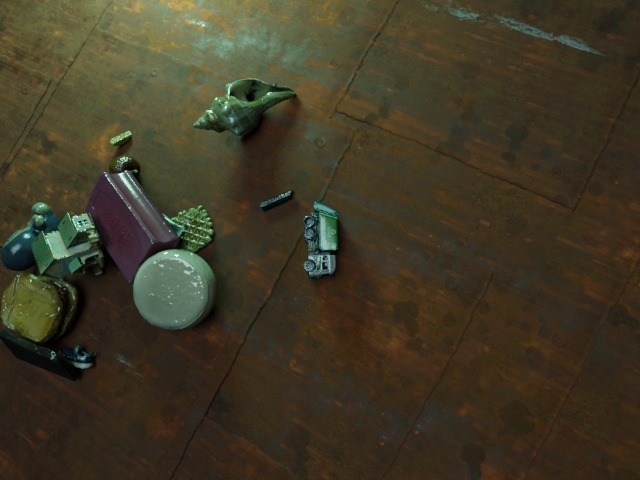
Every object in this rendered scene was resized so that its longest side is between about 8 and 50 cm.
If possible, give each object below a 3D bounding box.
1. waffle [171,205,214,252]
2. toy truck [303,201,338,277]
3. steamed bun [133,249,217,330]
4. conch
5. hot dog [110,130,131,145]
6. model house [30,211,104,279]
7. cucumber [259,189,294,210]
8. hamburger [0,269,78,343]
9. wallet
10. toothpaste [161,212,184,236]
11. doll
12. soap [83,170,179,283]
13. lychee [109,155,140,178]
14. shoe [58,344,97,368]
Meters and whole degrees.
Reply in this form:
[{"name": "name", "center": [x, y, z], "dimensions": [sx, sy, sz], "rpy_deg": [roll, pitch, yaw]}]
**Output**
[{"name": "waffle", "center": [-0.482, -0.036, 1.754], "dimensions": [0.183, 0.036, 0.169], "rpy_deg": [-29, 73, 5]}, {"name": "toy truck", "center": [0.000, 0.000, 1.601], "dimensions": [0.123, 0.114, 0.254], "rpy_deg": [-3, 79, 1]}, {"name": "steamed bun", "center": [-0.489, 0.166, 1.637], "dimensions": [0.282, 0.177, 0.283], "rpy_deg": [0, 94, 5]}, {"name": "conch", "center": [-0.288, -0.490, 1.749], "dimensions": [0.386, 0.169, 0.203], "rpy_deg": [-29, 97, -28]}, {"name": "hot dog", "center": [-0.796, -0.403, 1.901], "dimensions": [0.090, 0.034, 0.030], "rpy_deg": [-32, 62, -15]}, {"name": "model house", "center": [-0.902, 0.047, 1.690], "dimensions": [0.206, 0.271, 0.178], "rpy_deg": [-18, 66, -31]}, {"name": "cucumber", "center": [-0.153, -0.146, 1.703], "dimensions": [0.133, 0.032, 0.032], "rpy_deg": [-24, 75, 6]}, {"name": "hamburger", "center": [-1.047, 0.237, 1.775], "dimensions": [0.283, 0.144, 0.260], "rpy_deg": [29, 97, 12]}, {"name": "wallet", "center": [-1.033, 0.417, 1.729], "dimensions": [0.309, 0.165, 0.042], "rpy_deg": [13, 45, 21]}, {"name": "toothpaste", "center": [-0.624, -0.088, 1.779], "dimensions": [0.296, 0.048, 0.075], "rpy_deg": [33, 92, 22]}, {"name": "doll", "center": [-1.101, -0.002, 1.801], "dimensions": [0.154, 0.228, 0.258], "rpy_deg": [44, 52, -16]}, {"name": "soap", "center": [-0.689, -0.051, 1.721], "dimensions": [0.359, 0.128, 0.233], "rpy_deg": [49, 121, 17]}, {"name": "lychee", "center": [-0.752, -0.273, 1.826], "dimensions": [0.146, 0.114, 0.114], "rpy_deg": [23, 85, 35]}, {"name": "shoe", "center": [-0.895, 0.420, 1.745], "dimensions": [0.142, 0.064, 0.071], "rpy_deg": [17, 84, 13]}]
